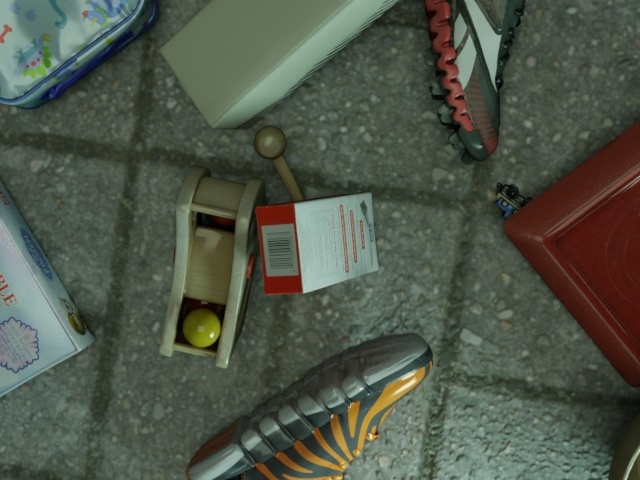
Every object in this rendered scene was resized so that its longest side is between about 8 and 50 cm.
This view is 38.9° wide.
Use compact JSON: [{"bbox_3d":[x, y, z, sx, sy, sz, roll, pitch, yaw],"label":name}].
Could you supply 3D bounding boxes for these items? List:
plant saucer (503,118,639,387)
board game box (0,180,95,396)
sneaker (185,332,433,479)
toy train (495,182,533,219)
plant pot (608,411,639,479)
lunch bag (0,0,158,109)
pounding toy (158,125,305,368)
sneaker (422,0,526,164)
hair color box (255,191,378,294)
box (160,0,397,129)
[{"bbox_3d":[0.378,0.007,0.986,0.259,0.048,0.258,-38,100,15],"label":"plant saucer"},{"bbox_3d":[-0.481,0.064,1.057,0.318,0.066,0.319,-29,92,5],"label":"board game box"},{"bbox_3d":[0.020,0.245,1.032,0.321,0.124,0.180,-33,96,15],"label":"sneaker"},{"bbox_3d":[0.259,-0.010,1.037,0.158,0.027,0.036,39,108,-2],"label":"toy train"},{"bbox_3d":[0.431,0.263,0.967,0.284,0.191,0.284,0,95,3],"label":"plant pot"},{"bbox_3d":[-0.304,-0.261,1.011,0.219,0.090,0.176,-36,91,5],"label":"lunch bag"},{"bbox_3d":[-0.078,0.007,0.989,0.154,0.154,0.270,12,95,2],"label":"pounding toy"},{"bbox_3d":[0.174,-0.225,0.987,0.135,0.097,0.276,-11,93,6],"label":"sneaker"},{"bbox_3d":[0.000,0.000,0.977,0.053,0.167,0.093,-3,94,32],"label":"hair color box"},{"bbox_3d":[-0.029,-0.241,0.955,0.275,0.094,0.113,-36,81,22],"label":"box"}]
